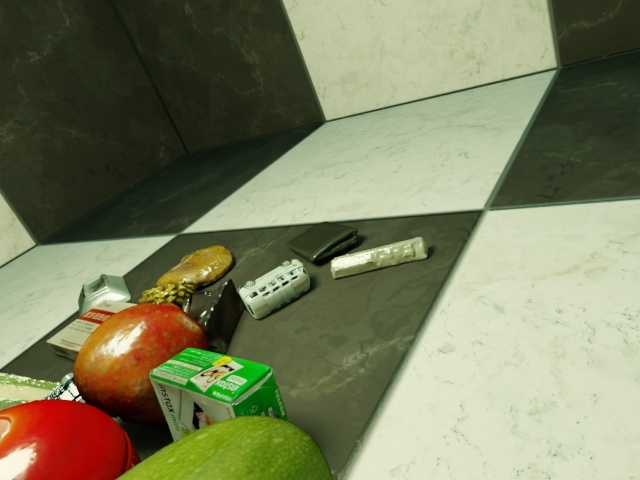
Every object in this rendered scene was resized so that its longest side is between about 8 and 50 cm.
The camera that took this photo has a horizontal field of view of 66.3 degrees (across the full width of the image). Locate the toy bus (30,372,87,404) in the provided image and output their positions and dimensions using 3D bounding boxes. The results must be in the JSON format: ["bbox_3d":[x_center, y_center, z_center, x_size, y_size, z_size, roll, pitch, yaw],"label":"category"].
[{"bbox_3d":[-0.583,0.389,1.104,0.090,0.106,0.185,35,53,21],"label":"toy bus"}]

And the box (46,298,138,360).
[{"bbox_3d":[-0.628,0.272,1.448,0.354,0.069,0.214,2,33,39],"label":"box"}]

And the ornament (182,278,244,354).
[{"bbox_3d":[-0.346,0.225,1.276,0.261,0.106,0.251,-21,21,15],"label":"ornament"}]

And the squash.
[{"bbox_3d":[-0.112,0.333,0.596,0.311,0.310,0.309,-5,27,34],"label":"squash"}]

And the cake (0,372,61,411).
[{"bbox_3d":[-0.748,0.441,1.211,0.284,0.172,0.158,9,30,-10],"label":"cake"}]

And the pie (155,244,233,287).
[{"bbox_3d":[-0.420,0.095,1.633,0.274,0.069,0.273,-17,21,7],"label":"pie"}]

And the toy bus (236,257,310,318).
[{"bbox_3d":[-0.113,0.127,1.286,0.194,0.087,0.089,-29,32,-15],"label":"toy bus"}]

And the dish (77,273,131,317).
[{"bbox_3d":[-0.786,0.186,1.738,0.182,0.080,0.243,-30,26,-18],"label":"dish"}]

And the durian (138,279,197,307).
[{"bbox_3d":[-0.472,0.178,1.480,0.225,0.078,0.140,-19,-4,31],"label":"durian"}]

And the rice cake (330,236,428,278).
[{"bbox_3d":[0.149,0.046,1.269,0.257,0.052,0.057,-14,54,17],"label":"rice cake"}]

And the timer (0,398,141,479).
[{"bbox_3d":[-0.464,0.420,0.738,0.379,0.279,0.378,-20,21,8],"label":"timer"}]

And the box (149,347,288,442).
[{"bbox_3d":[-0.177,0.299,0.867,0.250,0.179,0.103,0,21,37],"label":"box"}]

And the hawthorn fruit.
[{"bbox_3d":[-0.356,0.230,1.039,0.254,0.254,0.300,-6,47,32],"label":"hawthorn fruit"}]

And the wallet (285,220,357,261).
[{"bbox_3d":[0.000,0.000,1.498,0.169,0.052,0.245,-30,20,-15],"label":"wallet"}]
